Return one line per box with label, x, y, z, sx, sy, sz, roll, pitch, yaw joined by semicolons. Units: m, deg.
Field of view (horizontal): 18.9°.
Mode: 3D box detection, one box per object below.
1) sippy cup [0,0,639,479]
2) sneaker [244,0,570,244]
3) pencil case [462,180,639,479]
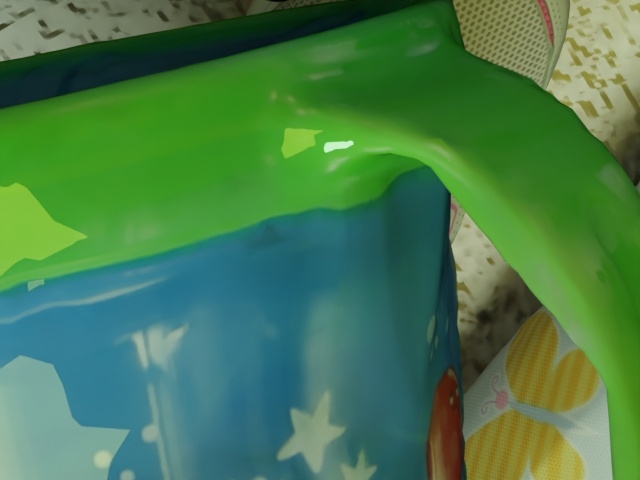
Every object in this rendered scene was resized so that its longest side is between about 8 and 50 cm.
sippy cup;-0.059;0.068;0.488;0.240;0.305;0.224;-15;99;-18
sneaker;0.000;0.000;0.632;0.103;0.111;0.252;24;118;-20
pencil case;0.116;0.070;0.692;0.124;0.113;0.273;15;123;-39
